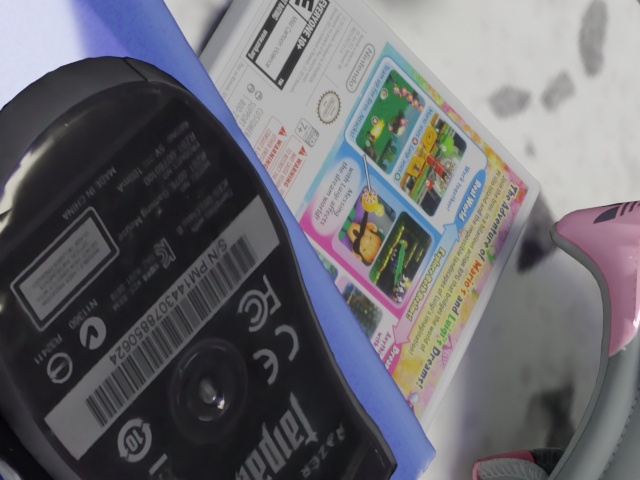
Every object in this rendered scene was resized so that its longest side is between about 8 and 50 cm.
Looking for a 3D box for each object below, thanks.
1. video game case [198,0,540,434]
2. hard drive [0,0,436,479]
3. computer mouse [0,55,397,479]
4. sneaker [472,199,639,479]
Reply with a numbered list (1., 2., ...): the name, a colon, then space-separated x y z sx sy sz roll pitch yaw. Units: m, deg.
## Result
1. video game case: 0.000 0.000 0.628 0.143 0.019 0.157 43 60 -28
2. hard drive: -0.119 0.000 0.500 0.210 0.040 0.319 -41 111 -26
3. computer mouse: -0.051 0.092 0.487 0.184 0.060 0.262 -52 128 -26
4. sneaker: 0.108 0.138 0.664 0.112 0.131 0.319 4 103 -66
